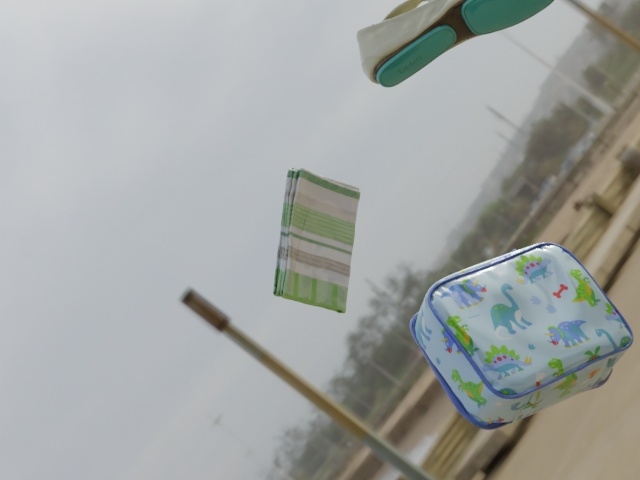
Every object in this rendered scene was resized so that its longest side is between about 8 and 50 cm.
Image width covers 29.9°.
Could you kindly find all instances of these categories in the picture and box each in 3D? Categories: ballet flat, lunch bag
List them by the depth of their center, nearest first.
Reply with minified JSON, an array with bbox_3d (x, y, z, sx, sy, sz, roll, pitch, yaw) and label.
[{"bbox_3d":[0.221,0.100,1.332,0.219,0.176,0.090,-19,-30,-29],"label":"lunch bag"},{"bbox_3d":[0.153,-0.268,1.390,0.248,0.086,0.086,-26,-4,6],"label":"ballet flat"}]

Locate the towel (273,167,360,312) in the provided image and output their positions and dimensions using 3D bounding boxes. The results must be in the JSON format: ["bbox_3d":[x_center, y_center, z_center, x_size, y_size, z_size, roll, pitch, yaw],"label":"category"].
[{"bbox_3d":[0.000,0.000,1.373,0.023,0.113,0.152,-7,73,47],"label":"towel"}]
